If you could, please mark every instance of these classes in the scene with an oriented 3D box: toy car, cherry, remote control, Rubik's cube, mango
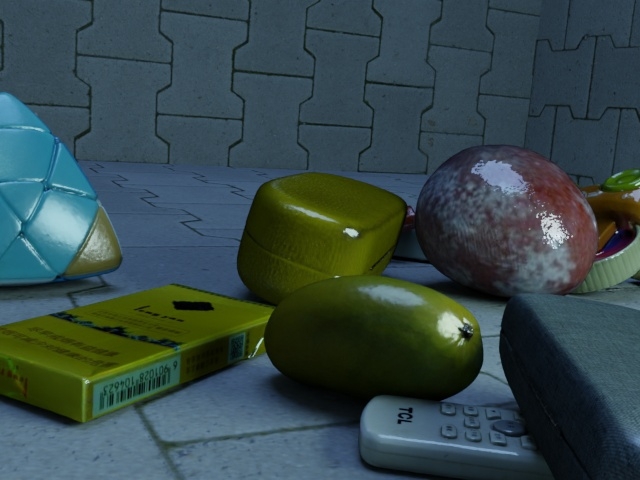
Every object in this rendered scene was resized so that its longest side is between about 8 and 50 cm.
[{"bbox_3d":[0.414,0.006,1.203,0.235,0.145,0.235,-22,16,7],"label":"toy car"},{"bbox_3d":[0.251,-0.029,1.095,0.236,0.213,0.285,-24,32,-18],"label":"cherry"},{"bbox_3d":[0.122,0.142,0.551,0.190,0.029,0.087,6,9,9],"label":"remote control"},{"bbox_3d":[-0.356,-0.006,0.912,0.254,0.255,0.254,4,9,-1],"label":"Rubik's cube"},{"bbox_3d":[0.035,0.082,0.632,0.191,0.086,0.122,0,-34,20],"label":"mango"}]

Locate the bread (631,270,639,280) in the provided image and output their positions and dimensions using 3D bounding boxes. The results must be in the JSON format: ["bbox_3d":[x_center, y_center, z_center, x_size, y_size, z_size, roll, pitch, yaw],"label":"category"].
[{"bbox_3d":[0.615,0.044,1.177,0.141,0.178,0.266,35,2,-20],"label":"bread"}]

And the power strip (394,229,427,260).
[{"bbox_3d":[0.138,-0.004,1.352,0.385,0.062,0.091,8,8,17],"label":"power strip"}]

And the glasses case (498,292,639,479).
[{"bbox_3d":[0.202,0.104,0.510,0.131,0.074,0.323,7,10,3],"label":"glasses case"}]

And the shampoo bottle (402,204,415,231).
[{"bbox_3d":[0.048,-0.016,1.261,0.220,0.051,0.108,-13,18,-14],"label":"shampoo bottle"}]

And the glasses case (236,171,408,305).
[{"bbox_3d":[0.000,0.000,1.019,0.173,0.141,0.371,21,13,10],"label":"glasses case"}]

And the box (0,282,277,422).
[{"bbox_3d":[-0.164,0.088,0.704,0.153,0.041,0.279,9,10,28],"label":"box"}]
